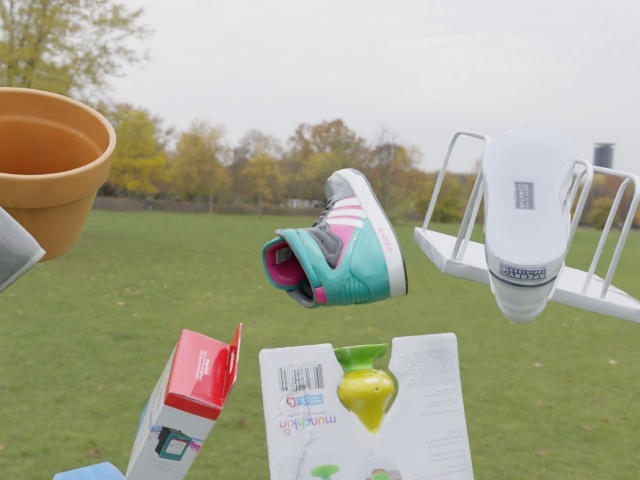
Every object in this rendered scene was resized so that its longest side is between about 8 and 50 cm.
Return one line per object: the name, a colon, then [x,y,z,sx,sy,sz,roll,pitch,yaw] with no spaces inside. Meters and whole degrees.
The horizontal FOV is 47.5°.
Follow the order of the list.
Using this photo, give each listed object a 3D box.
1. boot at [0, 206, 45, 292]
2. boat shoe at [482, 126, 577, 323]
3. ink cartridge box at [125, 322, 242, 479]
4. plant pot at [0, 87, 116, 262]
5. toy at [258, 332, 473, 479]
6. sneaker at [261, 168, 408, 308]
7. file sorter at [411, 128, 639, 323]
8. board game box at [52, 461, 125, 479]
boot: [-0.250,-0.059,0.441,0.190,0.208,0.076,-32,15,23]
boat shoe: [0.198,-0.025,0.716,0.095,0.084,0.258,9,39,18]
ink cartridge box: [-0.189,0.223,1.015,0.078,0.231,0.134,22,27,-14]
plant pot: [-0.497,-0.099,1.204,0.291,0.203,0.290,12,35,-8]
toy: [0.031,0.181,0.448,0.137,0.237,0.056,-1,-8,-23]
sneaker: [0.000,0.000,1.055,0.179,0.123,0.295,-12,33,-7]
file sorter: [0.289,-0.027,0.939,0.278,0.173,0.193,14,10,-7]
board game box: [-0.419,0.480,1.317,0.033,0.133,0.169,-41,-25,29]
